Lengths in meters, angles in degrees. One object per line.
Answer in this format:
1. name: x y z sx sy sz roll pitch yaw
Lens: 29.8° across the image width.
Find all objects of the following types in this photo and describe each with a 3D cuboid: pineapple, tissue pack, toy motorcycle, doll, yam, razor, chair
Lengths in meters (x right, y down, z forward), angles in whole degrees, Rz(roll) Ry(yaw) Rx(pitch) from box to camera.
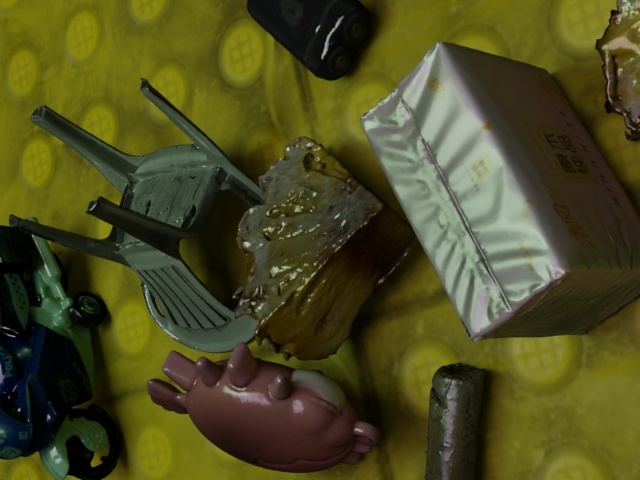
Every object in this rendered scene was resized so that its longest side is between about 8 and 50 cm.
1. pineapple: 0.000 0.000 1.195 0.186 0.114 0.236 -4 70 34
2. tissue pack: 0.167 -0.039 1.028 0.124 0.185 0.225 -41 63 34
3. pineapple: 0.324 -0.159 0.998 0.221 0.047 0.221 -1 88 43
4. toy motorcycle: -0.352 0.138 1.439 0.125 0.196 0.331 -33 70 34
5. doll: -0.060 0.173 1.203 0.262 0.211 0.093 3 57 35
6. yam: 0.126 0.184 1.138 0.054 0.054 0.132 7 94 39
7. razor: -0.014 -0.238 1.267 0.148 0.054 0.090 44 115 33
8. chair: -0.181 -0.016 1.314 0.203 0.274 0.190 -9 59 40
